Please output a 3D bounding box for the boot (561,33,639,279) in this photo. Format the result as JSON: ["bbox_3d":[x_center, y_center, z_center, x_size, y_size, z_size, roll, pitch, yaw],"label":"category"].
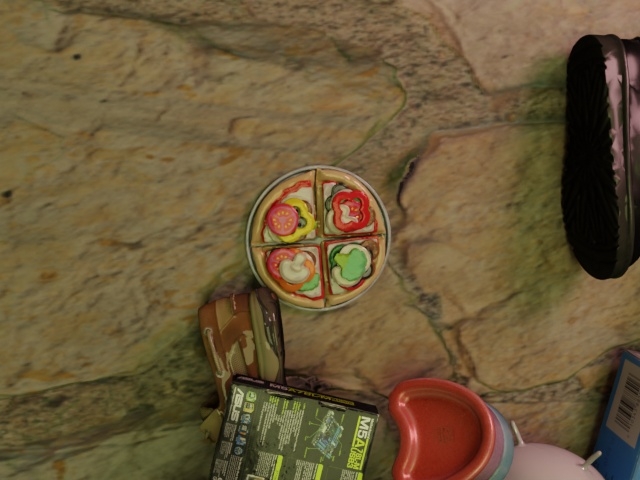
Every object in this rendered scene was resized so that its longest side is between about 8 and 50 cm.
[{"bbox_3d":[0.484,-0.123,0.947,0.260,0.131,0.348,-3,99,-10],"label":"boot"}]

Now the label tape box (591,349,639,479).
[{"bbox_3d":[0.590,0.317,1.027,0.333,0.106,0.241,11,99,-10],"label":"label tape box"}]

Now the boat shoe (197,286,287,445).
[{"bbox_3d":[-0.098,0.225,0.915,0.119,0.122,0.324,-7,93,-2],"label":"boat shoe"}]

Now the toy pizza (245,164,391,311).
[{"bbox_3d":[0.000,0.000,0.931,0.201,0.032,0.201,-2,99,-10],"label":"toy pizza"}]

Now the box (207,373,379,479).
[{"bbox_3d":[-0.039,0.275,0.838,0.184,0.045,0.191,13,92,-5],"label":"box"}]

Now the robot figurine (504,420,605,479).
[{"bbox_3d":[0.300,0.440,0.967,0.299,0.199,0.354,10,98,23],"label":"robot figurine"}]

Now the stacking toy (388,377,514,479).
[{"bbox_3d":[0.119,0.349,0.909,0.130,0.279,0.309,40,51,-50],"label":"stacking toy"}]
